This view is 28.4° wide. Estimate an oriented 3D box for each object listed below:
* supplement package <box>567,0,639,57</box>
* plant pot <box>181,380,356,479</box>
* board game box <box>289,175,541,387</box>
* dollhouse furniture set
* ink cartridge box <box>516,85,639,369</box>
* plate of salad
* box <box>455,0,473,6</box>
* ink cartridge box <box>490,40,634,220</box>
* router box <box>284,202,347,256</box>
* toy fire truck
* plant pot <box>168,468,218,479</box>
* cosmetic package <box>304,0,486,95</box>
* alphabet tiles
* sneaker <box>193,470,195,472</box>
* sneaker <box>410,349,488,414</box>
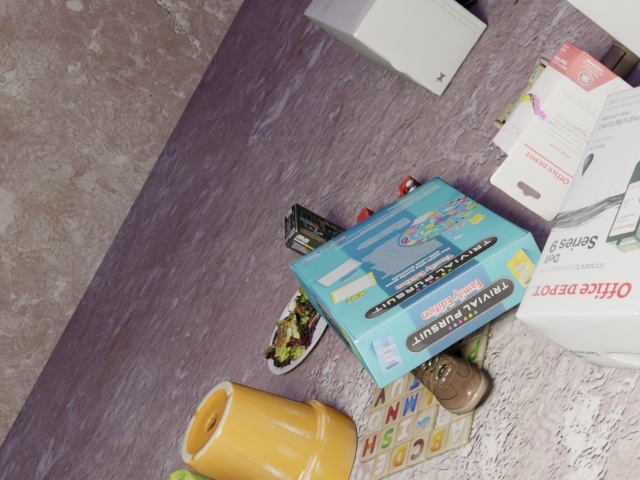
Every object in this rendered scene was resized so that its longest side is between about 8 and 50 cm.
[{"bbox_3d":[0.385,-0.359,1.477,0.177,0.293,0.175,-29,35,53],"label":"supplement package"},{"bbox_3d":[-0.084,0.295,1.778,0.205,0.188,0.205,-47,24,28],"label":"plant pot"},{"bbox_3d":[0.121,0.044,1.679,0.254,0.079,0.336,-31,21,-5],"label":"board game box"},{"bbox_3d":[0.311,-0.218,1.721,0.182,0.101,0.161,-54,21,10],"label":"dollhouse furniture set"},{"bbox_3d":[0.353,-0.019,1.317,0.211,0.121,0.289,-10,52,64],"label":"ink cartridge box"},{"bbox_3d":[-0.037,0.130,2.106,0.200,0.048,0.200,-46,24,28],"label":"plate of salad"},{"bbox_3d":[0.329,-0.722,2.128,0.480,0.297,0.472,-23,38,57],"label":"box"},{"bbox_3d":[0.303,-0.137,1.607,0.198,0.115,0.067,-54,22,11],"label":"ink cartridge box"},{"bbox_3d":[0.000,0.000,2.097,0.038,0.122,0.092,-54,20,25],"label":"router box"},{"bbox_3d":[0.122,-0.026,1.962,0.135,0.047,0.192,-52,22,19],"label":"toy fire truck"},{"bbox_3d":[-0.107,0.417,1.569,0.276,0.254,0.276,-46,24,28],"label":"plant pot"},{"bbox_3d":[0.123,-0.395,2.268,0.155,0.197,0.365,-56,22,4],"label":"cosmetic package"},{"bbox_3d":[0.132,0.210,1.663,0.237,0.009,0.198,-34,32,47],"label":"alphabet tiles"},{"bbox_3d":[-0.124,0.352,1.944,0.132,0.086,0.229,-5,55,62],"label":"sneaker"},{"bbox_3d":[0.142,0.164,1.591,0.066,0.071,0.188,-59,20,-2],"label":"sneaker"}]
